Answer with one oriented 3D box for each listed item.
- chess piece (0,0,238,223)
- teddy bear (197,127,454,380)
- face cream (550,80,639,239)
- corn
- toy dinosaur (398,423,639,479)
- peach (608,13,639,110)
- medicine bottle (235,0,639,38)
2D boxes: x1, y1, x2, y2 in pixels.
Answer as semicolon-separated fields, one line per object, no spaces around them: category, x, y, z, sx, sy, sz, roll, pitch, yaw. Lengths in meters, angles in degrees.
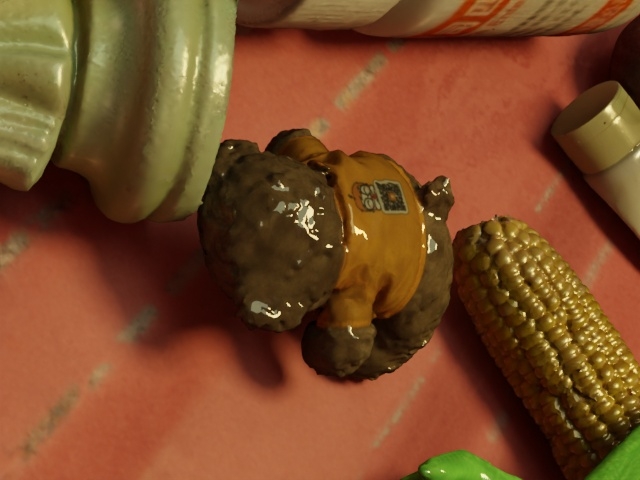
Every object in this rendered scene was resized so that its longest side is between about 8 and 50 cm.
chess piece;-0.212;-0.108;1.037;0.298;0.176;0.175;6;60;-21
teddy bear;0.000;0.000;1.120;0.190;0.140;0.177;0;67;-45
face cream;0.286;-0.029;1.434;0.224;0.070;0.114;49;45;-16
corn;0.190;0.107;1.242;0.101;0.101;0.291;-31;85;-45
toy dinosaur;0.211;0.275;1.069;0.500;0.144;0.374;-12;71;-19
peach;0.326;-0.138;1.461;0.152;0.152;0.152;19;54;-29
medicine bottle;0.091;-0.258;1.305;0.371;0.211;0.211;-7;69;-41
